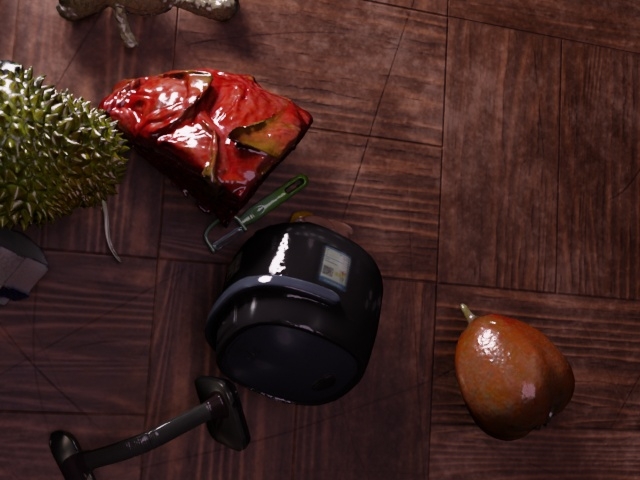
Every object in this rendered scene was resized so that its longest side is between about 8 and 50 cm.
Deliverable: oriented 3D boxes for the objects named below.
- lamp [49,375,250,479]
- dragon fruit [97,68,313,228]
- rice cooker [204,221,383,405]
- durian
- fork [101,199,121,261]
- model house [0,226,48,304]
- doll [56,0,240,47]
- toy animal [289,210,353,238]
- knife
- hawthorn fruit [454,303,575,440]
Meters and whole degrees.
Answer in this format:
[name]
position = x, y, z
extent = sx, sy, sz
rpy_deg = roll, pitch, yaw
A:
[lamp]
position = -0.242, 0.343, 1.310
extent = 0.283, 0.124, 0.203
rpy_deg = -21, 101, -17
[dragon fruit]
position = -0.204, -0.148, 1.353
extent = 0.330, 0.302, 0.240
rpy_deg = 19, 107, 2
[rice cooker]
position = -0.037, 0.104, 1.324
extent = 0.267, 0.267, 0.224
rpy_deg = 23, 49, -16
[durian]
position = -0.422, -0.125, 1.217
extent = 0.291, 0.291, 0.225
rpy_deg = 23, 87, -15
[fork]
position = -0.341, -0.072, 1.361
extent = 0.028, 0.034, 0.219
rpy_deg = -14, 89, -11
[model house]
position = -0.477, 0.041, 1.284
extent = 0.100, 0.088, 0.100
rpy_deg = -52, 136, 7
[doll]
position = -0.284, -0.397, 1.396
extent = 0.286, 0.091, 0.203
rpy_deg = 30, 87, -25
[toy animal]
position = 0.000, 0.000, 1.446
extent = 0.114, 0.082, 0.091
rpy_deg = 17, 80, -17
[knife]
position = -0.109, -0.057, 1.450
extent = 0.212, 0.015, 0.054
rpy_deg = -35, 88, -18
[hawthorn fruit]
position = 0.317, 0.213, 1.491
extent = 0.199, 0.199, 0.251
rpy_deg = -26, 77, -20
